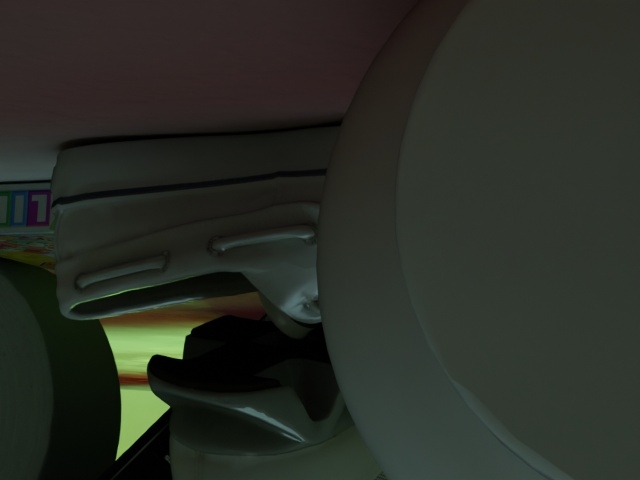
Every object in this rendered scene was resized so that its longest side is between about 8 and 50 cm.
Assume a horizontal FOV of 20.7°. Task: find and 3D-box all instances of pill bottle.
[{"bbox_3d":[0.101,0.014,0.482,0.182,0.181,0.323,0,171,9],"label":"pill bottle"}]

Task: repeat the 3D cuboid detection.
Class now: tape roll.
[{"bbox_3d":[-0.237,0.116,1.141,0.219,0.219,0.072,-3,171,31],"label":"tape roll"}]

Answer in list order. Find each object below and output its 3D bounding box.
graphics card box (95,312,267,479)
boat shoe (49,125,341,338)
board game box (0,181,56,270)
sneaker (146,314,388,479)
[{"bbox_3d":[-0.070,0.162,1.077,0.094,0.371,0.233,44,177,10],"label":"graphics card box"},{"bbox_3d":[0.000,0.000,0.744,0.258,0.084,0.095,-3,171,31],"label":"boat shoe"},{"bbox_3d":[-0.129,-0.005,0.945,0.103,0.026,0.154,-2,171,22],"label":"board game box"},{"bbox_3d":[0.055,0.081,0.853,0.331,0.146,0.122,-20,-159,-40],"label":"sneaker"}]
